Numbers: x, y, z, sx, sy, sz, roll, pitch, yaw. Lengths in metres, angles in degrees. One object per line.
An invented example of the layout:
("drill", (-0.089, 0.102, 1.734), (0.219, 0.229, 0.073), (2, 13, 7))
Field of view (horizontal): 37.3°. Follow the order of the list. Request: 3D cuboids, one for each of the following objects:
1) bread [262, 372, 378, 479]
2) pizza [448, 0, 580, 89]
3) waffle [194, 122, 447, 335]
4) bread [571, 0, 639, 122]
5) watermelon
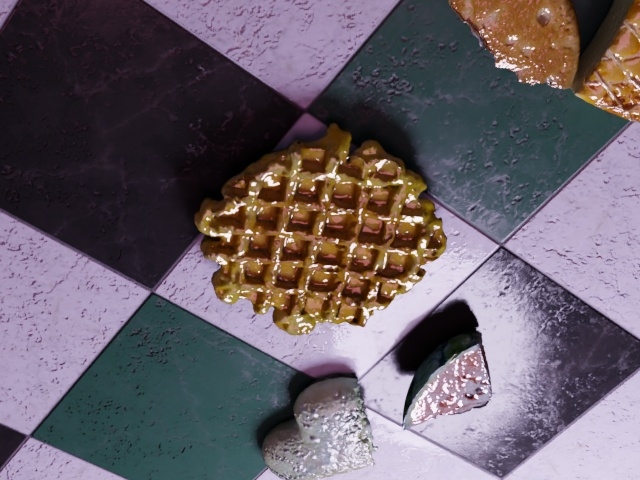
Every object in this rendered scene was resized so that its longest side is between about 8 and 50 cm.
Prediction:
("bread", (0.012, 0.314, 1.498), (0.172, 0.064, 0.232), (27, 120, -20))
("pizza", (0.227, -0.270, 1.109), (0.246, 0.058, 0.127), (28, 117, -24))
("waffle", (0.000, 0.000, 1.274), (0.324, 0.068, 0.302), (-30, 122, 18))
("bread", (0.397, -0.238, 1.140), (0.125, 0.068, 0.188), (16, 122, -15))
("watermelon", (0.201, 0.216, 1.447), (0.139, 0.071, 0.187), (28, 110, -30))
